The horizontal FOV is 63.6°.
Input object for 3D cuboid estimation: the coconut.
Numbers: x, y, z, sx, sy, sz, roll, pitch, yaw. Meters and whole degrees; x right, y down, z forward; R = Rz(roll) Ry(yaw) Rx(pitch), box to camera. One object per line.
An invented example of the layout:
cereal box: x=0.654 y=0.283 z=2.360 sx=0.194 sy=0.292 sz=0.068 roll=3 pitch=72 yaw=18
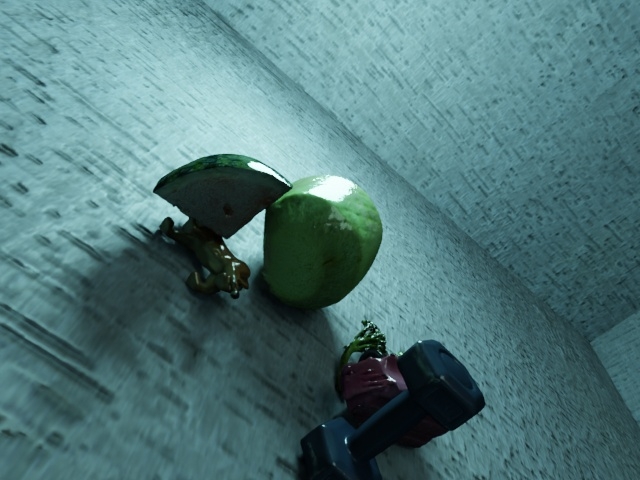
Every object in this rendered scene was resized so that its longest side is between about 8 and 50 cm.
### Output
coconut: x=0.000 y=0.000 z=1.231 sx=0.328 sy=0.281 sz=0.328 roll=39 pitch=45 yaw=-52

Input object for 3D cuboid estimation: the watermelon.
watermelon: x=-0.187 y=-0.102 z=1.080 sx=0.256 sy=0.176 sz=0.260 roll=7 pitch=23 yaw=-3

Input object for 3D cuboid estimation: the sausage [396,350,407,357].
sausage: x=0.288 y=0.333 z=1.469 sx=0.269 sy=0.033 sz=0.033 roll=15 pitch=38 yaw=-48

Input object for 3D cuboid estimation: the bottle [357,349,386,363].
bottle: x=0.182 y=0.334 z=1.214 sx=0.244 sy=0.072 sz=0.082 roll=38 pitch=21 yaw=-41

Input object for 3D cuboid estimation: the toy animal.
toy animal: x=-0.220 y=0.020 z=1.077 sx=0.157 sy=0.097 sz=0.312 roll=5 pitch=42 yaw=-55

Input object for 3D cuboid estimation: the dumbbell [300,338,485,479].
dumbbell: x=0.116 y=0.313 z=0.877 sx=0.143 sy=0.316 sz=0.156 roll=34 pitch=20 yaw=-33

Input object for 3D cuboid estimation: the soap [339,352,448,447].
soap: x=0.158 y=0.336 z=1.080 sx=0.289 sy=0.182 sz=0.112 roll=23 pitch=32 yaw=-31

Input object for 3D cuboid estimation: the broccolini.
broccolini: x=0.103 y=0.295 z=1.229 sx=0.123 sy=0.062 sz=0.271 roll=41 pitch=31 yaw=4
